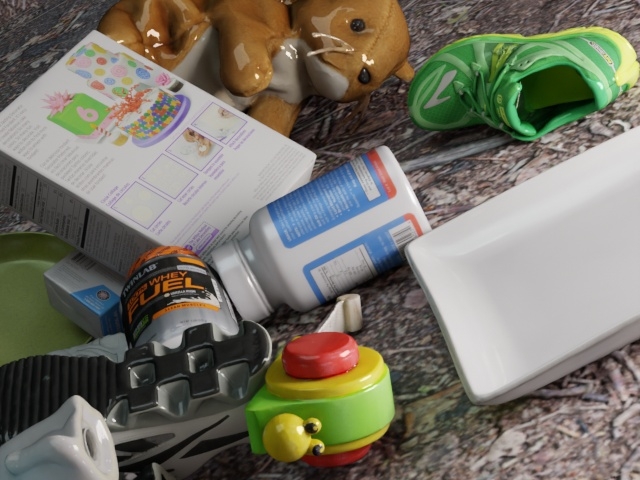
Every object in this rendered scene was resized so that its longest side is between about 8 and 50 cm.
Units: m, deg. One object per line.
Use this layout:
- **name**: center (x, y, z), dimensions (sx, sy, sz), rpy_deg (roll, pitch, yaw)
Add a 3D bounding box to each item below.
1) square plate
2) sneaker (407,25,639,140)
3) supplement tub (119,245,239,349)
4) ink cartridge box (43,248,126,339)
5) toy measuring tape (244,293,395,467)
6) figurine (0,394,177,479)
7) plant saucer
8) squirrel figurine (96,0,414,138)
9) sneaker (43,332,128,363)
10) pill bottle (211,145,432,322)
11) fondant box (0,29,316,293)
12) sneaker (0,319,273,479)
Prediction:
- **square plate**: center (0.267, 0.009, 1.498), dimensions (0.347, 0.049, 0.344), rpy_deg (-27, 23, 4)
- **sneaker**: center (0.217, -0.179, 1.851), dimensions (0.295, 0.109, 0.123), rpy_deg (-9, 26, 36)
- **supplement tub**: center (-0.146, 0.091, 1.662), dimensions (0.117, 0.117, 0.190), rpy_deg (-28, 33, 1)
- **ink cartridge box**: center (-0.228, 0.032, 1.915), dimensions (0.104, 0.061, 0.181), rpy_deg (33, 57, 29)
- **toy measuring tape**: center (0.027, 0.122, 1.479), dimensions (0.121, 0.121, 0.330), rpy_deg (-18, 12, 22)
- **figurine**: center (-0.249, 0.248, 1.385), dimensions (0.209, 0.215, 0.092), rpy_deg (-28, 47, 10)
- **plant saucer**: center (-0.372, 0.085, 1.940), dimensions (0.241, 0.037, 0.241), rpy_deg (-1, 45, 1)
- **squirrel figurine**: center (-0.064, -0.273, 2.162), dimensions (0.370, 0.281, 0.397), rpy_deg (-16, 28, 11)
- **sneaker**: center (-0.219, 0.146, 1.703), dimensions (0.115, 0.090, 0.232), rpy_deg (-31, 24, -14)
- **pill bottle**: center (0.000, 0.000, 1.709), dimensions (0.221, 0.124, 0.124), rpy_deg (-26, 24, 1)
- **fondant box**: center (-0.207, -0.083, 1.889), dimensions (0.330, 0.096, 0.238), rpy_deg (31, 49, 10)
- **sneaker**: center (-0.192, 0.181, 1.508), dimensions (0.331, 0.146, 0.122), rpy_deg (-9, 43, 7)
